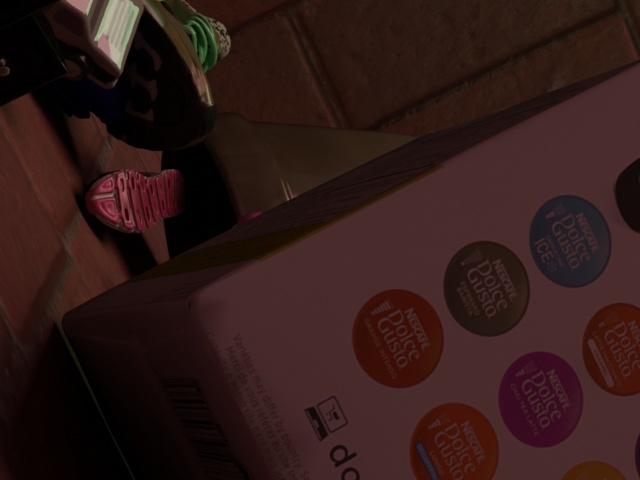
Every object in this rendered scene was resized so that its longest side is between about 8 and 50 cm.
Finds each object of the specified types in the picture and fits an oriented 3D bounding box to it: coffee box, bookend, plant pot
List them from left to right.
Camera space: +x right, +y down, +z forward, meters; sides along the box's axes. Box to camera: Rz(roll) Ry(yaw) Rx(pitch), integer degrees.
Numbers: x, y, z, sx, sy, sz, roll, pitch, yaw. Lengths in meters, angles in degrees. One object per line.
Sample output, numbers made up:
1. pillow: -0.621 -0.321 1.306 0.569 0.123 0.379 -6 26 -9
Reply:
1. bookend: -0.209 -0.173 1.020 0.157 0.156 0.072 65 -1 -52
2. plant pot: 0.000 0.000 1.631 0.323 0.280 0.323 169 -90 -70
3. coffee box: 0.083 0.118 0.922 0.337 0.334 0.338 64 -21 -5

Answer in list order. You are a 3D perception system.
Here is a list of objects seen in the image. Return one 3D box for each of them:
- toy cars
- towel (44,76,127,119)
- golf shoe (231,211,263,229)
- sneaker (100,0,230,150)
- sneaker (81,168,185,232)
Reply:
1. toy cars: -0.262 -0.305 1.177 0.087 0.176 0.393 -24 -88 46
2. towel: -0.305 -0.267 1.395 0.227 0.076 0.308 55 -5 37
3. golf shoe: -0.036 0.120 1.378 0.115 0.140 0.306 -82 149 -66
4. sneaker: -0.169 -0.226 1.590 0.410 0.182 0.158 51 -45 50
5. sneaker: -0.199 -0.039 1.435 0.170 0.075 0.063 -21 103 -68
